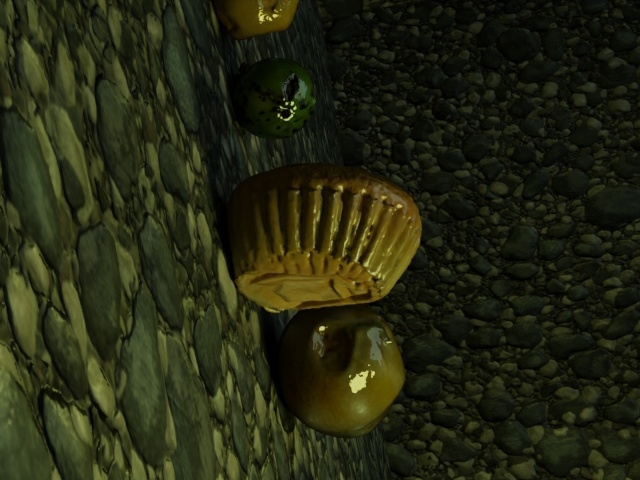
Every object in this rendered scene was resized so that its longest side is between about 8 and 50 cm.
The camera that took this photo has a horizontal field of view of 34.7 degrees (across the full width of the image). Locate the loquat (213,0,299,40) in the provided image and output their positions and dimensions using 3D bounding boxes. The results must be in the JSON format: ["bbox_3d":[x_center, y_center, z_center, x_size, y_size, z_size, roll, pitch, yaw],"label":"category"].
[{"bbox_3d":[-0.091,-0.346,1.478,0.113,0.137,0.137,50,13,-13],"label":"loquat"}]

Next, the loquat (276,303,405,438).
[{"bbox_3d":[0.028,0.173,1.380,0.227,0.179,0.179,72,8,-64],"label":"loquat"}]

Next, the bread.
[{"bbox_3d":[0.002,-0.004,1.213,0.240,0.239,0.139,68,26,-61],"label":"bread"}]

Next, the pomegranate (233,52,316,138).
[{"bbox_3d":[-0.077,-0.214,1.483,0.161,0.122,0.122,48,-15,38],"label":"pomegranate"}]
